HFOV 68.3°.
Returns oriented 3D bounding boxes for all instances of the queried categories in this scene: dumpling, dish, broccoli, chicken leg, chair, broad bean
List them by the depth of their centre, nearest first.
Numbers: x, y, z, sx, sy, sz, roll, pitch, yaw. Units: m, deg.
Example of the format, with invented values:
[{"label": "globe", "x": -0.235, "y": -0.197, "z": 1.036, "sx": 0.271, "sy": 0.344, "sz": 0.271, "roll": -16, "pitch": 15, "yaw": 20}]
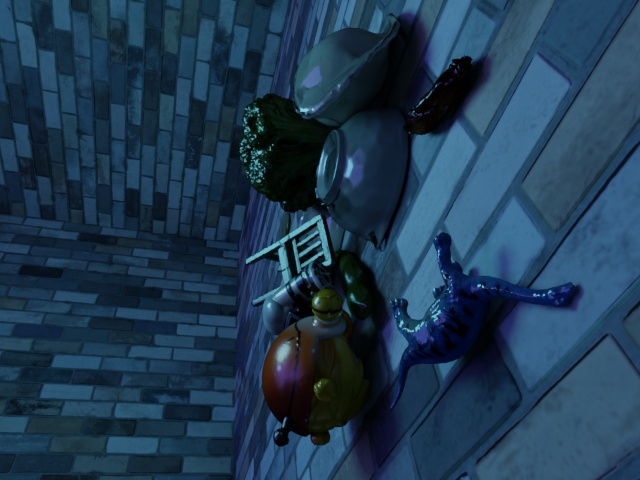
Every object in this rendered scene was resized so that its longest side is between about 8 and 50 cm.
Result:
[{"label": "chicken leg", "x": 0.173, "y": -0.210, "z": 0.732, "sx": 0.205, "sy": 0.053, "sz": 0.093, "roll": -42, "pitch": 19, "yaw": 58}, {"label": "dish", "x": 0.067, "y": -0.138, "z": 0.959, "sx": 0.303, "sy": 0.120, "sz": 0.302, "roll": -171, "pitch": 90, "yaw": -75}, {"label": "broad bean", "x": 0.065, "y": 0.084, "z": 0.992, "sx": 0.318, "sy": 0.056, "sz": 0.097, "roll": -124, "pitch": 33, "yaw": -77}, {"label": "dumpling", "x": 0.069, "y": -0.362, "z": 0.993, "sx": 0.260, "sy": 0.341, "sz": 0.181, "roll": -38, "pitch": 80, "yaw": 25}, {"label": "broccoli", "x": -0.060, "y": -0.213, "z": 1.159, "sx": 0.321, "sy": 0.284, "sz": 0.303, "roll": -28, "pitch": -67, "yaw": -67}, {"label": "chair", "x": -0.041, "y": 0.064, "z": 1.160, "sx": 0.271, "sy": 0.147, "sz": 0.136, "roll": -30, "pitch": 60, "yaw": 30}]

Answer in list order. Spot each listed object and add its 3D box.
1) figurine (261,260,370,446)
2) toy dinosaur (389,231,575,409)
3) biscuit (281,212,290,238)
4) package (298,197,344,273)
[{"label": "figurine", "x": -0.020, "y": 0.232, "z": 0.919, "sx": 0.323, "sy": 0.196, "sz": 0.319, "roll": -107, "pitch": 14, "yaw": -49}, {"label": "toy dinosaur", "x": 0.159, "y": 0.088, "z": 0.589, "sx": 0.329, "sy": 0.077, "sz": 0.144, "roll": -52, "pitch": 39, "yaw": 44}, {"label": "biscuit", "x": -0.141, "y": -0.056, "z": 1.911, "sx": 0.120, "sy": 0.015, "sz": 0.120, "roll": -173, "pitch": 90, "yaw": -76}, {"label": "package", "x": 0.000, "y": 0.000, "z": 1.285, "sx": 0.251, "sy": 0.062, "sz": 0.203, "roll": 41, "pitch": 122, "yaw": 57}]
